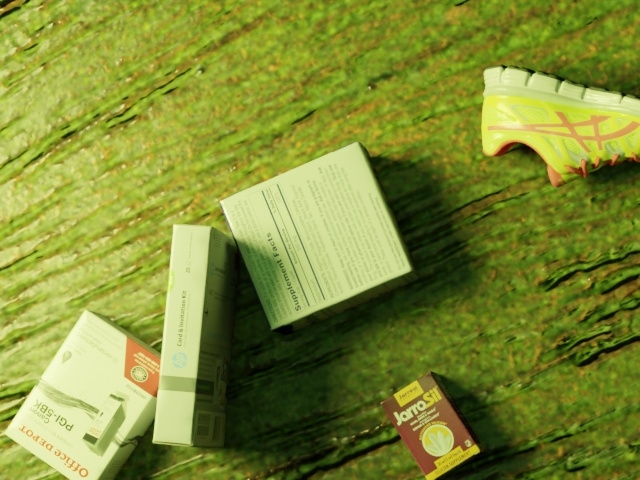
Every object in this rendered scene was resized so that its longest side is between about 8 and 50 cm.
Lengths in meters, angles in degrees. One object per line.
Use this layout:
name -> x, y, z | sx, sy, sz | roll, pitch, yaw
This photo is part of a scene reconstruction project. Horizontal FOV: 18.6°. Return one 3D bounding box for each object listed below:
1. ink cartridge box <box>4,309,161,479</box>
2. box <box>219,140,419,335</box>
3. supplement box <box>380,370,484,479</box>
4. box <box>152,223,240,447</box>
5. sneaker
ink cartridge box -> -0.202, 0.145, 1.749 | 0.099, 0.056, 0.135 | 33, 89, 10
box -> 0.000, 0.000, 1.726 | 0.137, 0.072, 0.126 | -23, 81, 5
supplement box -> 0.098, 0.163, 1.707 | 0.055, 0.043, 0.083 | -34, 79, 5
box -> -0.105, 0.085, 1.696 | 0.038, 0.145, 0.186 | 5, 85, 8
sneaker -> 0.235, -0.087, 1.702 | 0.208, 0.081, 0.094 | 15, 92, 18
